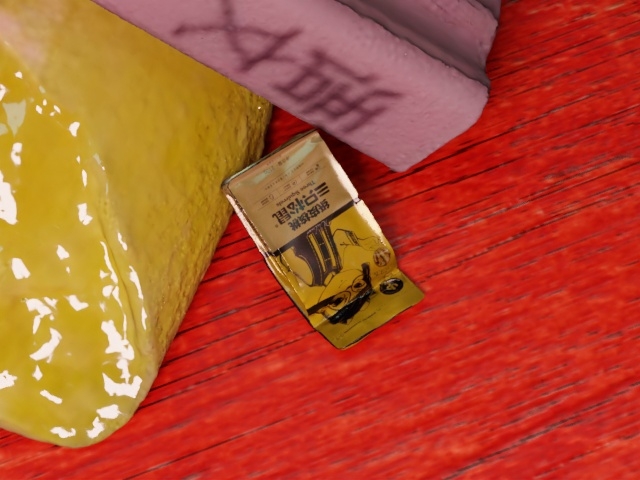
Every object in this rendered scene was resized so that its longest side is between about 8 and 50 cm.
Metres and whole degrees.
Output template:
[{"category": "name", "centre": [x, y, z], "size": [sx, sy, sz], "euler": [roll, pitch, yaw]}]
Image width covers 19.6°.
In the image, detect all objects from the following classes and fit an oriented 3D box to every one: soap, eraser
[{"category": "soap", "centre": [-0.175, -0.106, 1.173], "size": [0.306, 0.115, 0.427], "euler": [24, 61, -16]}, {"category": "eraser", "centre": [-0.051, -0.239, 1.171], "size": [0.122, 0.359, 0.272], "euler": [-34, 36, 43]}]

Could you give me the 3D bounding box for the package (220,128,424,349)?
[{"category": "package", "centre": [0.000, 0.000, 1.158], "size": [0.071, 0.047, 0.131], "euler": [-35, 92, -13]}]
